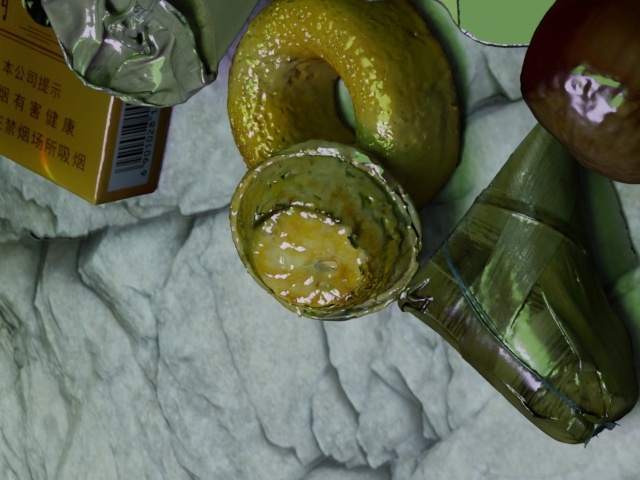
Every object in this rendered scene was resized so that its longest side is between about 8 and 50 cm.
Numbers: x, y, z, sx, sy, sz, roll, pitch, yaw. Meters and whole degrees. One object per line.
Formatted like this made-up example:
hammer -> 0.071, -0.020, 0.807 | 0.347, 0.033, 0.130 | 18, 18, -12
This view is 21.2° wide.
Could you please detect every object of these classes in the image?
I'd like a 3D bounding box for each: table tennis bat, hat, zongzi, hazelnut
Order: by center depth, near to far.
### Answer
hazelnut -> 0.285, -0.158, 1.526 | 0.208, 0.208, 0.208 | 9, 105, 36
zongzi -> 0.244, 0.034, 1.644 | 0.251, 0.125, 0.274 | 42, 109, 18
table tennis bat -> 0.152, -0.254, 1.667 | 0.247, 0.022, 0.138 | -1, 99, 22
hat -> -0.168, -0.272, 1.824 | 0.214, 0.244, 0.149 | 38, 157, -5

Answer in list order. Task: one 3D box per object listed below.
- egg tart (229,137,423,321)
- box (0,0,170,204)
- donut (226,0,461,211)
egg tart -> 0.000, 0.002, 1.718 | 0.213, 0.090, 0.212 | 11, 125, 15
box -> -0.281, -0.283, 1.978 | 0.264, 0.116, 0.415 | 28, 116, 32
donut -> 0.015, -0.141, 1.781 | 0.278, 0.108, 0.277 | 9, 105, 36
